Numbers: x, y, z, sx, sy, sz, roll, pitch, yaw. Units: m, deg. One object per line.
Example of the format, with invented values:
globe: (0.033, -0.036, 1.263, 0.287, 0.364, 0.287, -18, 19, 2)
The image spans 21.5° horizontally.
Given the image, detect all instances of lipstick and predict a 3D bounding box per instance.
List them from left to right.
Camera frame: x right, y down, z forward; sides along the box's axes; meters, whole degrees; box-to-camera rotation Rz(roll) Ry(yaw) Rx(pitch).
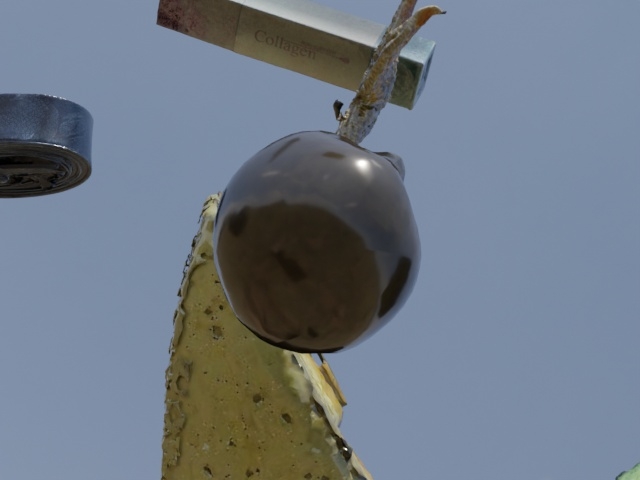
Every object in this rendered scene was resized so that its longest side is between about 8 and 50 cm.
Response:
lipstick: (-0.029, -0.239, 1.945, 0.317, 0.068, 0.066, 19, -55, 8)

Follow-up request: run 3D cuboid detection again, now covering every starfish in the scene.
starfish: (0.050, -0.140, 1.548, 0.050, 0.247, 0.138, 22, -1, -9)

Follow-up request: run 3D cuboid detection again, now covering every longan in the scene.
longan: (0.000, 0.000, 1.292, 0.189, 0.189, 0.189, 27, -27, 15)

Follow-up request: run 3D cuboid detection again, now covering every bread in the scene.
bread: (-0.019, 0.134, 1.594, 0.279, 0.315, 0.248, 14, 0, 6)

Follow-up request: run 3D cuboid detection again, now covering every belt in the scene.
belt: (-0.356, -0.105, 1.928, 0.190, 0.082, 0.141, -3, -25, 4)

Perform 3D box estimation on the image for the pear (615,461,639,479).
pear: (0.397, 0.222, 1.427, 0.159, 0.292, 0.292, 53, -29, -7)
